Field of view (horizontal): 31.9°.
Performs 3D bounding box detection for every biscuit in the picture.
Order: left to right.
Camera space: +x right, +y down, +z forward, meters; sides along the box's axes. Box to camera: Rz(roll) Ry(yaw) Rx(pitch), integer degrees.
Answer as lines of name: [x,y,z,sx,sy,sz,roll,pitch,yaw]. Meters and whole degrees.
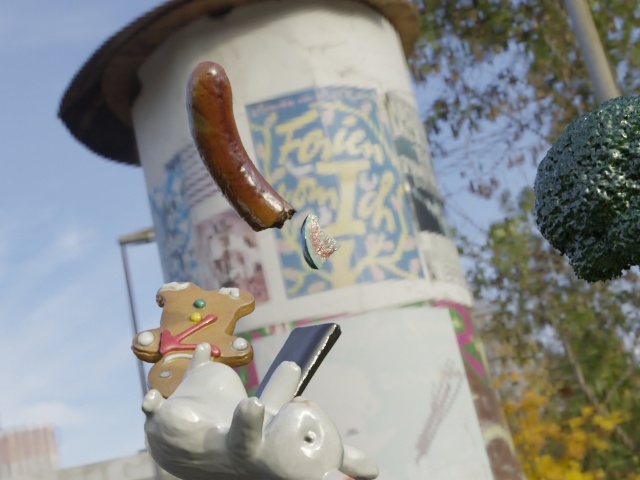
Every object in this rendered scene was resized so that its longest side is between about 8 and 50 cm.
biscuit: [-0.223,0.172,1.985,0.216,0.340,0.047,4,-58,7]

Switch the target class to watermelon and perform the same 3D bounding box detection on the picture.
watermelon: [0.000,0.000,1.661,0.061,0.085,0.085,-2,-18,-3]

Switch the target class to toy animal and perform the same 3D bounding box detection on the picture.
toy animal: [-0.043,0.201,1.153,0.282,0.138,0.140,8,19,18]

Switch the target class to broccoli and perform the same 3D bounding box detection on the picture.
broccoli: [0.416,-0.055,1.458,0.297,0.297,0.297,-20,-52,22]

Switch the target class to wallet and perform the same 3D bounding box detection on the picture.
wallet: [-0.058,0.264,2.250,0.044,0.250,0.149,46,-33,-23]

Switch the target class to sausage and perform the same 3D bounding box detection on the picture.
sausage: [-0.144,-0.142,1.816,0.103,0.302,0.076,-26,10,6]
